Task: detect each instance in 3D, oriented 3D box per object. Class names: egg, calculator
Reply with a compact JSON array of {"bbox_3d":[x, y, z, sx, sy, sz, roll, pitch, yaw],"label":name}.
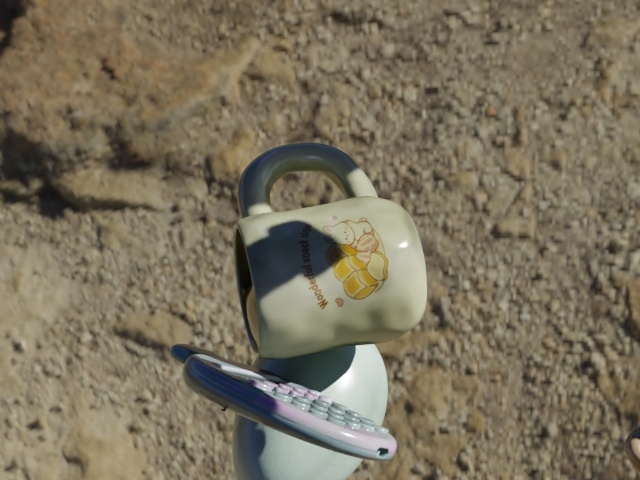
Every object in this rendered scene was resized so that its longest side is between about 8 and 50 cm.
[{"bbox_3d":[-0.016,0.221,1.544,0.182,0.183,0.264,15,61,21],"label":"egg"},{"bbox_3d":[-0.048,0.178,1.342,0.298,0.185,0.041,20,89,36],"label":"calculator"}]

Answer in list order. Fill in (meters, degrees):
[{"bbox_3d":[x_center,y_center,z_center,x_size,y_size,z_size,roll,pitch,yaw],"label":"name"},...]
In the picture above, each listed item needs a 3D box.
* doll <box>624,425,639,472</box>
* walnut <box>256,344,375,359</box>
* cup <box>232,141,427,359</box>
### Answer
[{"bbox_3d":[0.467,0.149,1.150,0.340,0.318,0.209,-52,45,-6],"label":"doll"},{"bbox_3d":[-0.002,0.188,1.825,0.195,0.195,0.222,-14,15,-3],"label":"walnut"},{"bbox_3d":[0.001,0.017,1.455,0.202,0.173,0.255,-9,41,-11],"label":"cup"}]
